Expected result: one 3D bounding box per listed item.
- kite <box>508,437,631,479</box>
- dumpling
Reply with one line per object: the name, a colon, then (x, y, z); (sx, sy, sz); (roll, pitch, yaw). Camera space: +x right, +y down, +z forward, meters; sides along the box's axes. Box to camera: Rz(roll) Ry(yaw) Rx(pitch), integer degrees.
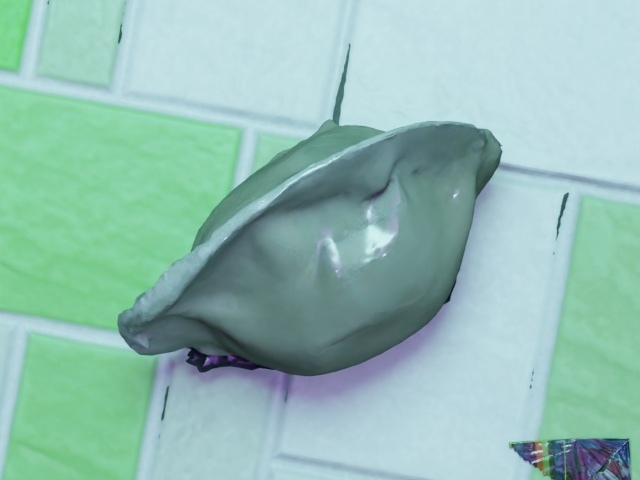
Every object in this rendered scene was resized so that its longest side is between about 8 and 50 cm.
kite: (0.192, 0.175, 1.388); (0.122, 0.004, 0.090); (39, 90, 1)
dumpling: (0.006, 0.015, 1.293); (0.293, 0.204, 0.163); (-26, 101, -9)
